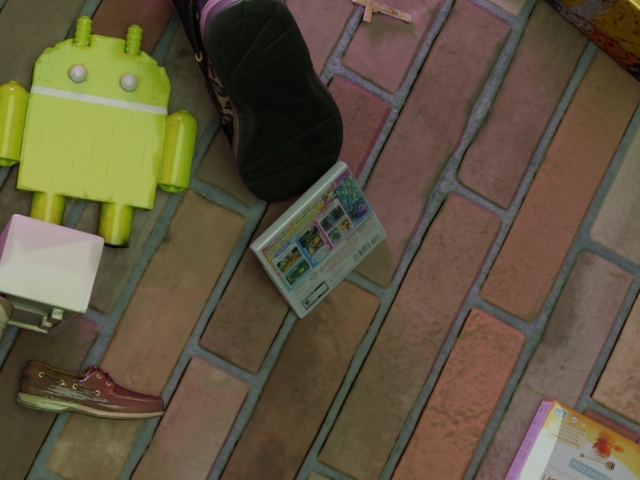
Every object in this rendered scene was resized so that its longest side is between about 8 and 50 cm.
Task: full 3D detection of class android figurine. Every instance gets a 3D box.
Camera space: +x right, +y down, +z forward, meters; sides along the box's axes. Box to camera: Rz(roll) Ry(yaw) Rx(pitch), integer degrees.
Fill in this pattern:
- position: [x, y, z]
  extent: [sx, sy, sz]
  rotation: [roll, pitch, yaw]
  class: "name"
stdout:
- position: [-0.273, -0.132, 1.932]
  extent: [0.248, 0.056, 0.272]
  rotation: [10, 87, -14]
  class: "android figurine"

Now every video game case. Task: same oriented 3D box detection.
- position: [0.000, 0.000, 1.974]
  extent: [0.157, 0.019, 0.143]
  rotation: [-44, 135, -12]
  class: "video game case"

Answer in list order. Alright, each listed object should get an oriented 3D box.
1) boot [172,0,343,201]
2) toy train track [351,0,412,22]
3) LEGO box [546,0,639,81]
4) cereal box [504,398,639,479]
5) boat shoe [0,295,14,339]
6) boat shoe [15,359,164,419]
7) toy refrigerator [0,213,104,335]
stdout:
- position: [-0.099, -0.244, 1.906]
  extent: [0.138, 0.377, 0.284]
  rotation: [-26, 56, -1]
  class: "boot"
- position: [0.077, -0.295, 2.050]
  extent: [0.083, 0.014, 0.048]
  rotation: [17, 76, -19]
  class: "toy train track"
- position: [0.504, -0.474, 2.073]
  extent: [0.372, 0.193, 0.500]
  rotation: [38, 79, -10]
  class: "LEGO box"
- position: [0.315, 0.349, 2.064]
  extent: [0.173, 0.047, 0.240]
  rotation: [28, 81, -12]
  class: "cereal box"
- position: [-0.468, 0.054, 1.629]
  extent: [0.302, 0.109, 0.098]
  rotation: [24, 78, -18]
  class: "boat shoe"
- position: [-0.272, 0.180, 1.913]
  extent: [0.178, 0.064, 0.060]
  rotation: [9, 87, -11]
  class: "boat shoe"
- position: [-0.320, 0.048, 1.796]
  extent: [0.102, 0.269, 0.094]
  rotation: [16, 77, -14]
  class: "toy refrigerator"
